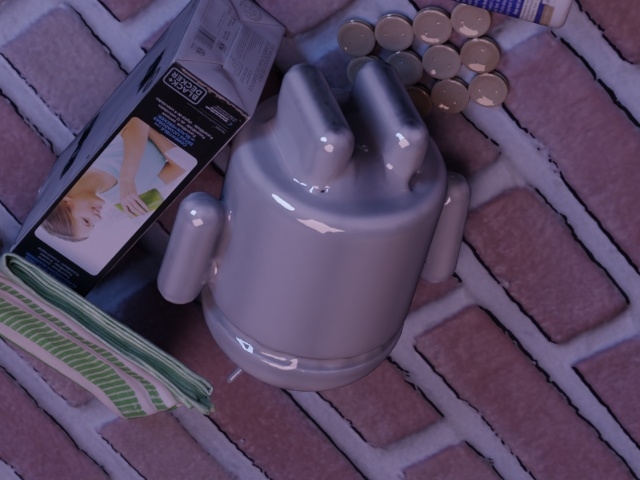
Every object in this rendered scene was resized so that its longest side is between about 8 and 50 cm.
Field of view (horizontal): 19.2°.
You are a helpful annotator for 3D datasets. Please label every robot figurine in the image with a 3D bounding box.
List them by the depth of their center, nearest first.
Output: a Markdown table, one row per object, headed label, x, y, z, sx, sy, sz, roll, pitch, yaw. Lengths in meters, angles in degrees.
| label | x | y | z | sx | sy | sz | roll | pitch | yaw |
| --- | --- | --- | --- | --- | --- | --- | --- | --- | --- |
| robot figurine | 0.000 | 0.000 | 1.756 | 0.300 | 0.200 | 0.353 | -1 | 134 | -19 |

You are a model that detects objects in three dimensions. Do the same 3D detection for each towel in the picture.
| label | x | y | z | sx | sy | sz | roll | pitch | yaw |
| --- | --- | --- | --- | --- | --- | --- | --- | --- | --- |
| towel | -0.243 | 0.103 | 1.880 | 0.248 | 0.038 | 0.325 | 36 | 165 | -12 |

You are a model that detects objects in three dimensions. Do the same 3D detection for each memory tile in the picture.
| label | x | y | z | sx | sy | sz | roll | pitch | yaw |
| --- | --- | --- | --- | --- | --- | --- | --- | --- | --- |
| memory tile | 0.095 | -0.163 | 1.741 | 0.148 | 0.012 | 0.113 | -7 | 122 | 18 |

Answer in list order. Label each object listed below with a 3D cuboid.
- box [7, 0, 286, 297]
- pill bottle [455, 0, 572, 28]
| label | x | y | z | sx | sy | sz | roll | pitch | yaw |
| --- | --- | --- | --- | --- | --- | --- | --- | --- | --- |
| box | -0.163 | -0.093 | 1.762 | 0.087 | 0.169 | 0.290 | 36 | 124 | -14 |
| pill bottle | 0.131 | -0.256 | 1.604 | 0.186 | 0.112 | 0.112 | 16 | 127 | 3 |
